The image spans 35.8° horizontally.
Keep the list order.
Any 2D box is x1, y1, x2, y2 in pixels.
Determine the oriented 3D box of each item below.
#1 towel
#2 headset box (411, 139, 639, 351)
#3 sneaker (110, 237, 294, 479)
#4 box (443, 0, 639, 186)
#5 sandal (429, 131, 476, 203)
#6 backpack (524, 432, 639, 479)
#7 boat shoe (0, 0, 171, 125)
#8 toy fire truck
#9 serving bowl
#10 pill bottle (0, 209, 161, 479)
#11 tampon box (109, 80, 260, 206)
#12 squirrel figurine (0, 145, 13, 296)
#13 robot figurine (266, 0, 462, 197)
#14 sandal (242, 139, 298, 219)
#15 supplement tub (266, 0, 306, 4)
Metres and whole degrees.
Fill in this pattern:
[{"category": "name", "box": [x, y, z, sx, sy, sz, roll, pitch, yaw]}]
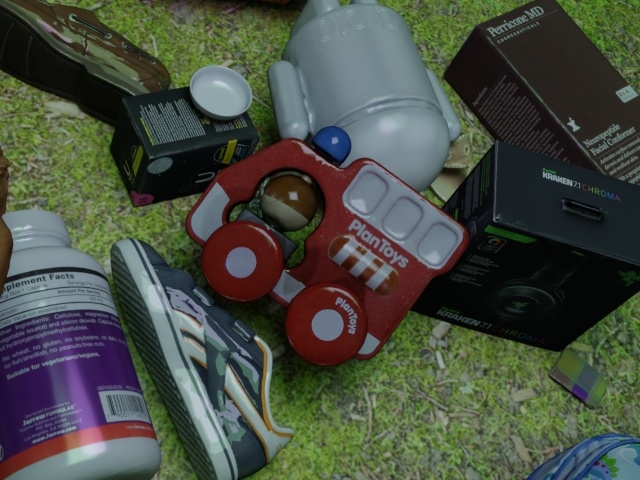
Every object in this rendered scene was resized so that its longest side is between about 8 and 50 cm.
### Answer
[{"category": "towel", "box": [0.373, 0.199, 1.429, 0.083, 0.009, 0.060, 38, 55, 2]}, {"category": "headset box", "box": [0.291, 0.012, 1.339, 0.246, 0.283, 0.131, 17, 57, -12]}, {"category": "sneaker", "box": [-0.144, 0.133, 1.201, 0.127, 0.126, 0.321, -22, 82, -25]}, {"category": "box", "box": [0.399, -0.196, 1.591, 0.191, 0.143, 0.381, -29, 73, -31]}, {"category": "sandal", "box": [0.190, -0.146, 1.514, 0.088, 0.079, 0.240, -26, 74, -31]}, {"category": "backpack", "box": [0.323, 0.400, 1.171, 0.290, 0.273, 0.355, 37, 43, 10]}, {"category": "boat shoe", "box": [-0.354, -0.269, 1.369, 0.307, 0.110, 0.104, 33, 50, -12]}, {"category": "toy fire truck", "box": [0.000, 0.000, 1.240, 0.302, 0.169, 0.254, 37, 88, 1]}, {"category": "serving bowl", "box": [-0.133, -0.189, 1.299, 0.083, 0.027, 0.083, 11, 56, -16]}, {"category": "pill bottle", "box": [-0.304, 0.135, 1.101, 0.181, 0.181, 0.323, -11, 66, -26]}, {"category": "tampon box", "box": [-0.185, -0.131, 1.336, 0.161, 0.120, 0.102, -15, 67, -28]}, {"category": "squirrel figurine", "box": [-0.447, 0.078, 0.951, 0.280, 0.371, 0.397, 20, 25, -8]}, {"category": "robot figurine", "box": [0.063, -0.194, 1.419, 0.299, 0.200, 0.354, -6, 64, -27]}, {"category": "sandal", "box": [-0.075, -0.056, 1.385, 0.072, 0.049, 0.180, 11, 73, -8]}, {"category": "supplement tub", "box": [-0.117, -0.476, 1.510, 0.337, 0.207, 0.207, 4, 60, -19]}]
